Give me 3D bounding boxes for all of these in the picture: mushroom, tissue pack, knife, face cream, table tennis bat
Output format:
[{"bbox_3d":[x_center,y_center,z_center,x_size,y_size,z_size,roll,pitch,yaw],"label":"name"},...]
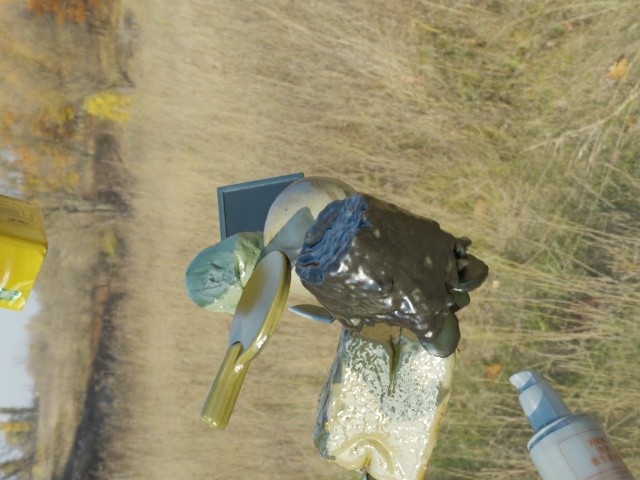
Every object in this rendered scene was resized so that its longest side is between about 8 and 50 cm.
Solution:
[{"bbox_3d":[0.000,0.000,1.288,0.184,0.255,0.254,19,101,55],"label":"mushroom"},{"bbox_3d":[-0.901,-0.004,1.585,0.293,0.382,0.228,44,112,53],"label":"tissue pack"},{"bbox_3d":[0.036,0.209,1.805,0.343,0.061,0.027,6,121,44],"label":"knife"},{"bbox_3d":[0.323,0.275,0.828,0.101,0.101,0.251,-65,34,39],"label":"face cream"},{"bbox_3d":[-0.130,0.164,1.106,0.198,0.050,0.320,-5,63,65],"label":"table tennis bat"}]

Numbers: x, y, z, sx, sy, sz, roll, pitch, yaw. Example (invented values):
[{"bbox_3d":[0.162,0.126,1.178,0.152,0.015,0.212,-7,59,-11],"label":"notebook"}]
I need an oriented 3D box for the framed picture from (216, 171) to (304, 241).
[{"bbox_3d":[-0.136,-0.011,1.596,0.019,0.232,0.296,47,-144,-73],"label":"framed picture"}]

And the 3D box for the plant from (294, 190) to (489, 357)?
[{"bbox_3d":[0.110,0.056,1.008,0.188,0.276,0.199,-30,35,53],"label":"plant"}]

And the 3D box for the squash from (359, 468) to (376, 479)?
[{"bbox_3d":[0.184,0.682,1.630,0.233,0.210,0.309,-112,16,-45],"label":"squash"}]

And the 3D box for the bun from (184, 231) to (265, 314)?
[{"bbox_3d":[-0.170,0.085,1.347,0.212,0.204,0.126,-32,54,10],"label":"bun"}]

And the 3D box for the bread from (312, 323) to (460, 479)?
[{"bbox_3d":[0.155,0.324,1.538,0.371,0.279,0.390,-69,-6,-72],"label":"bread"}]
